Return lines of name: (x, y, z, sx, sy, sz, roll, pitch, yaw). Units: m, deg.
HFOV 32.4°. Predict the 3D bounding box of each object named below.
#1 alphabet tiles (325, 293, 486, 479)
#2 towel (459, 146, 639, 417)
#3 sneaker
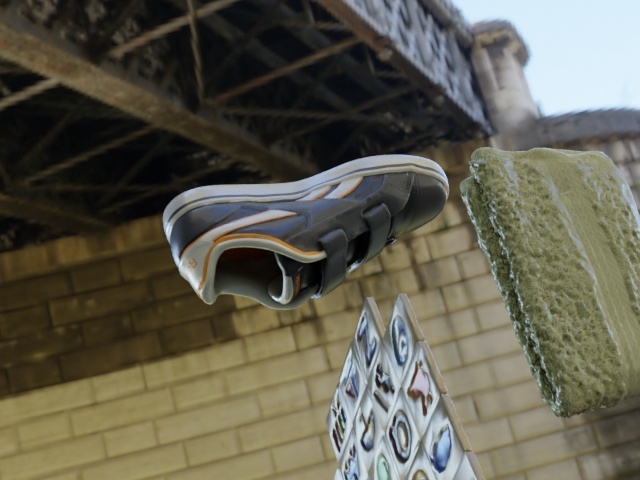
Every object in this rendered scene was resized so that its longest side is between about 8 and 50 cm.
alphabet tiles: (0.065, 0.224, 0.926, 0.011, 0.342, 0.285, 1, -51, -18)
towel: (0.138, 0.017, 0.583, 0.110, 0.148, 0.027, -5, -21, -30)
sneaker: (0.000, 0.000, 1.191, 0.321, 0.127, 0.126, -11, -38, -13)
